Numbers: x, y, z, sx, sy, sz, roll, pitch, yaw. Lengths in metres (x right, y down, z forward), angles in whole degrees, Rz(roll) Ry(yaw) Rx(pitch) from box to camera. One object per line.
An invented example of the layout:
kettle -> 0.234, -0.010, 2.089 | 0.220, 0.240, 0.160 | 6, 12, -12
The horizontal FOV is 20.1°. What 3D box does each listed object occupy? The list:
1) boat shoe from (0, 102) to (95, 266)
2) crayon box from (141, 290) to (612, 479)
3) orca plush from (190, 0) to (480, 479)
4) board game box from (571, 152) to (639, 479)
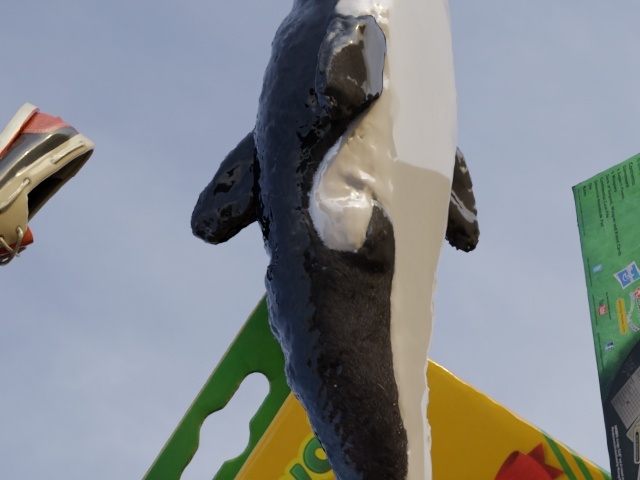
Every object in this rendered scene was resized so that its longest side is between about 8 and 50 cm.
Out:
boat shoe -> -0.162, -0.013, 0.914 | 0.137, 0.043, 0.049 | -62, 3, -38
crayon box -> 0.052, 0.180, 1.001 | 0.202, 0.318, 0.081 | -58, -7, -6
orca plush -> 0.000, 0.000, 0.772 | 0.151, 0.102, 0.287 | 7, -103, -65
board game box -> 0.186, 0.043, 0.803 | 0.136, 0.260, 0.030 | -29, -52, 28
